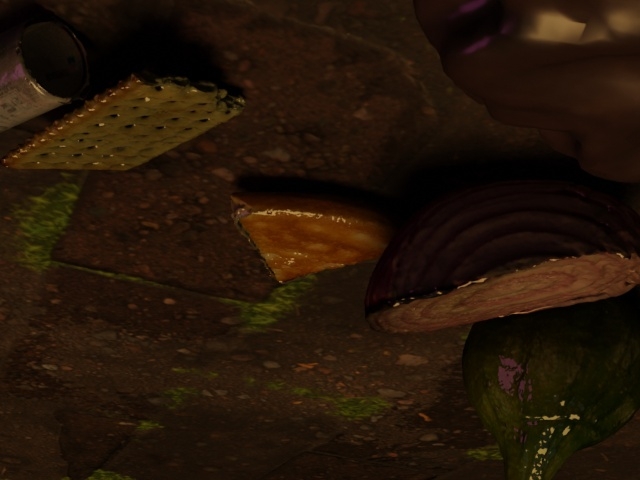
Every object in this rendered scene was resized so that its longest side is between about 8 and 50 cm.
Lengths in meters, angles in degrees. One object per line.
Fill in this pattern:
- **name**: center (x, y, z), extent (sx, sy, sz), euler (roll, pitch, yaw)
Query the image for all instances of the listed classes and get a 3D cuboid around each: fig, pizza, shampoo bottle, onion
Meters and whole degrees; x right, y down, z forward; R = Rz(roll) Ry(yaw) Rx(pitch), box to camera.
- **fig**: center (0.243, 0.168, 1.117), extent (0.203, 0.235, 0.203), euler (7, 151, 4)
- **pizza**: center (0.000, 0.000, 1.038), extent (0.185, 0.036, 0.176), euler (4, 156, -8)
- **shampoo bottle**: center (-0.271, -0.107, 0.830), extent (0.214, 0.072, 0.072), euler (-16, 147, 33)
- **onion**: center (0.156, 0.010, 0.968), extent (0.250, 0.111, 0.247), euler (-12, 167, 4)

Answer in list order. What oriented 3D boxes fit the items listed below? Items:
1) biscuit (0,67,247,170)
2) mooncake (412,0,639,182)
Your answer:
- **biscuit**: center (-0.144, -0.088, 0.848), extent (0.203, 0.016, 0.144), euler (-20, 168, 42)
- **mooncake**: center (0.225, -0.160, 0.524), extent (0.381, 0.212, 0.350), euler (-1, 159, 14)
